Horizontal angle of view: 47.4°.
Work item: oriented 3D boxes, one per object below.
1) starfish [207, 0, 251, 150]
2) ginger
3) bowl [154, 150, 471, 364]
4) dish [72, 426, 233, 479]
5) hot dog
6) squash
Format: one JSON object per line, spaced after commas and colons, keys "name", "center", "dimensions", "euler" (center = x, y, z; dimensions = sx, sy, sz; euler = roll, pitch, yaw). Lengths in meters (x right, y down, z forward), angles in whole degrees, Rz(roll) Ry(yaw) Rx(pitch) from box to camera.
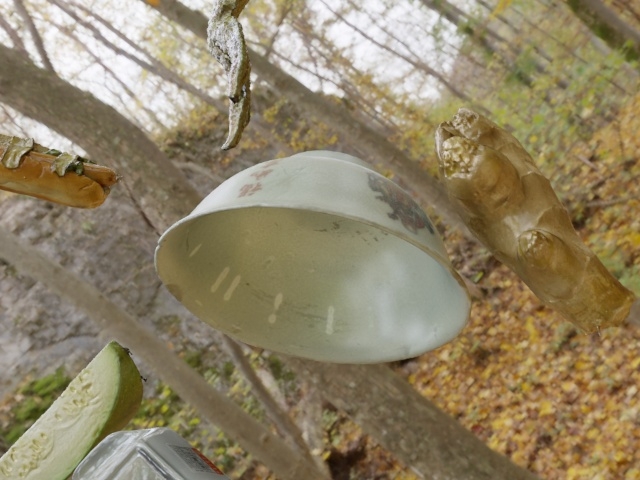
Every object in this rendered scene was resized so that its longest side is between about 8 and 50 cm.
{"name": "starfish", "center": [-0.076, -0.176, 0.660], "dimensions": [0.216, 0.050, 0.223], "euler": [87, -173, -50]}
{"name": "ginger", "center": [0.273, -0.054, 0.979], "dimensions": [0.166, 0.375, 0.236], "euler": [-34, -51, -9]}
{"name": "bowl", "center": [0.000, 0.000, 1.049], "dimensions": [0.434, 0.435, 0.195], "euler": [107, 174, -58]}
{"name": "dish", "center": [-0.183, 0.267, 0.741], "dimensions": [0.154, 0.234, 0.064], "euler": [-48, -47, -20]}
{"name": "hot dog", "center": [-0.444, -0.113, 1.123], "dimensions": [0.109, 0.270, 0.072], "euler": [-99, 25, -61]}
{"name": "squash", "center": [-0.415, 0.317, 1.174], "dimensions": [0.289, 0.111, 0.203], "euler": [-35, -24, -57]}
